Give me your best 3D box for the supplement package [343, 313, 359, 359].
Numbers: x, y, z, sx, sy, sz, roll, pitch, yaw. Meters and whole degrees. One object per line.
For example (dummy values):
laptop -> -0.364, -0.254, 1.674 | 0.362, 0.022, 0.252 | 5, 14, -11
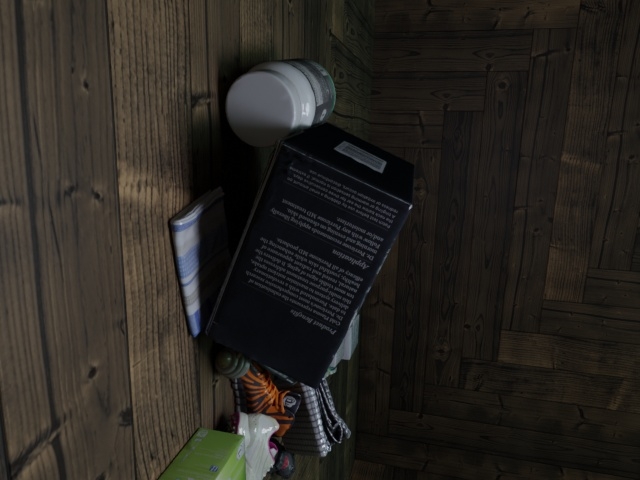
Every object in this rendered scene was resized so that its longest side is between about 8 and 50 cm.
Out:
supplement package -> 0.058, 0.416, 2.140 | 0.203, 0.194, 0.149 | -30, 122, -73

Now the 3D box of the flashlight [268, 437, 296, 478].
flashlight -> -0.143, 0.747, 1.622 | 0.103, 0.103, 0.304 | -49, 152, -23

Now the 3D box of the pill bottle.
pill bottle -> -0.094, -0.358, 1.242 | 0.361, 0.204, 0.204 | -56, 147, -63

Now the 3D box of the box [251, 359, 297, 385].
box -> -0.137, 0.273, 1.291 | 0.220, 0.051, 0.175 | 50, 8, -48

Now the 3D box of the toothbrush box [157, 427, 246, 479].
toothbrush box -> -0.264, 0.573, 1.012 | 0.283, 0.122, 0.206 | -40, 133, -69

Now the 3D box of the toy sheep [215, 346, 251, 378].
toy sheep -> -0.214, 0.303, 1.203 | 0.132, 0.091, 0.091 | 48, 46, -53

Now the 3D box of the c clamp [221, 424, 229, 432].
c clamp -> -0.246, 0.564, 1.303 | 0.137, 0.022, 0.160 | -31, 125, -66

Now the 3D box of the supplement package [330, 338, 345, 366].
supplement package -> 0.005, 0.333, 1.932 | 0.177, 0.175, 0.293 | -5, 99, -75

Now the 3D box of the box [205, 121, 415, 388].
box -> 0.000, 0.000, 1.182 | 0.471, 0.297, 0.480 | -64, 178, 21

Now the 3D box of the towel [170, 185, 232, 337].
towel -> -0.253, 0.043, 1.074 | 0.209, 0.034, 0.285 | -58, 150, -61

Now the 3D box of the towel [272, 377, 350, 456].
towel -> -0.044, 0.522, 1.479 | 0.284, 0.121, 0.235 | -35, -111, 55

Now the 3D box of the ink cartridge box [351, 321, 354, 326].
ink cartridge box -> 0.072, 0.128, 1.735 | 0.226, 0.131, 0.306 | 73, 26, -58

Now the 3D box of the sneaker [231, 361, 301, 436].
sneaker -> -0.142, 0.406, 1.335 | 0.124, 0.180, 0.321 | -57, 149, -64

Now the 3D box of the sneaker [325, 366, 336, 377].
sneaker -> 0.007, 0.562, 2.191 | 0.275, 0.107, 0.110 | 18, 67, -76

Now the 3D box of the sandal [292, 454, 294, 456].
sandal -> -0.107, 0.797, 1.930 | 0.067, 0.040, 0.179 | -22, 130, -69

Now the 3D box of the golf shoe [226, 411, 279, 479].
golf shoe -> -0.178, 0.595, 1.236 | 0.115, 0.140, 0.306 | -167, -98, -66
